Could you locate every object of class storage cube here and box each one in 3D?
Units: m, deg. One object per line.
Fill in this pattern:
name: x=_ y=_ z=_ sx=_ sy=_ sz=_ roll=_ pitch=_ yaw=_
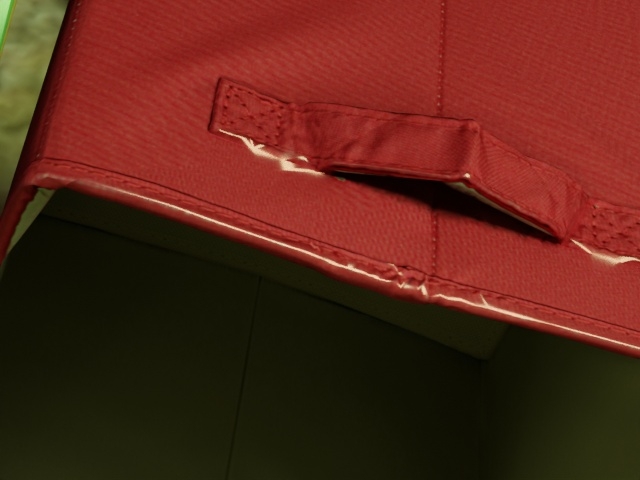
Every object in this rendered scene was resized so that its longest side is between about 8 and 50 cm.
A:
storage cube: x=0.000 y=0.000 z=0.474 sx=0.183 sy=0.215 sz=0.193 roll=16 pitch=47 yaw=-11

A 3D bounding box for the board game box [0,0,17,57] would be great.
board game box: x=-0.165 y=-0.168 z=0.641 sx=0.124 sy=0.039 sz=0.259 roll=16 pitch=78 yaw=-13
